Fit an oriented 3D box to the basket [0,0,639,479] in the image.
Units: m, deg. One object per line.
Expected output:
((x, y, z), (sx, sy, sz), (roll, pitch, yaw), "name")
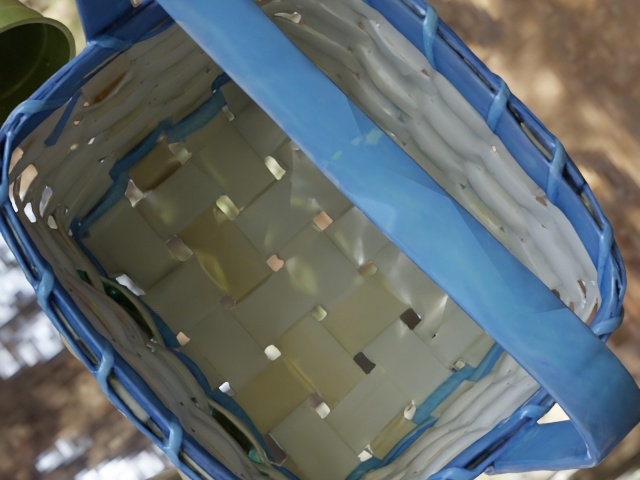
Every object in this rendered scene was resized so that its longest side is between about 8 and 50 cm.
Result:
((0.000, 0.000, 0.709), (0.255, 0.201, 0.289), (47, 165, 7), "basket")

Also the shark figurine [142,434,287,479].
((-0.064, 0.145, 1.056), (0.278, 0.116, 0.166), (-4, -147, -40), "shark figurine")

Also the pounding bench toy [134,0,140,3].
((-0.105, -0.215, 1.303), (0.065, 0.083, 0.052), (59, -162, -13), "pounding bench toy")

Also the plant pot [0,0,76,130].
((-0.190, -0.112, 0.999), (0.079, 0.083, 0.083), (47, -179, 25), "plant pot")
